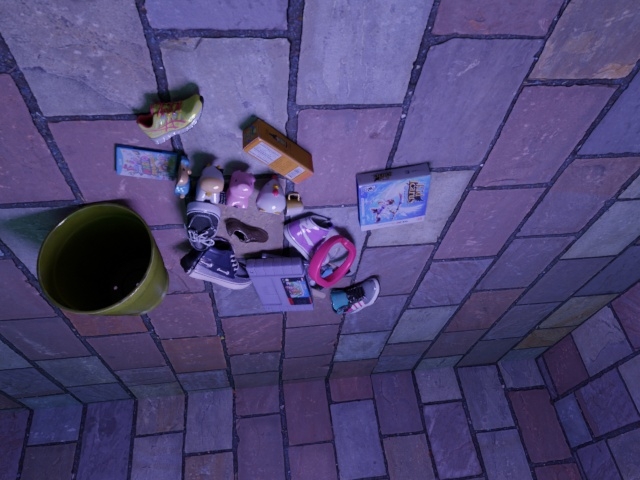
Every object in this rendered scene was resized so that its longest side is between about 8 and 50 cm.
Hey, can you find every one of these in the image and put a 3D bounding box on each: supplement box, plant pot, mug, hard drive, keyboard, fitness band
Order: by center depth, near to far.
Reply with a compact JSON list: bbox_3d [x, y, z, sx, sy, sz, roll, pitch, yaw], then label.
[{"bbox_3d":[-0.123,-0.259,1.416,0.080,0.078,0.233,-26,143,30],"label":"supplement box"},{"bbox_3d":[-0.330,-0.153,1.580,0.180,0.023,0.108,12,142,-31],"label":"keyboard"},{"bbox_3d":[-0.693,0.111,1.643,0.367,0.366,0.353,-8,158,-1],"label":"plant pot"},{"bbox_3d":[-0.093,-0.121,1.654,0.064,0.062,0.078,-5,154,-20],"label":"mug"},{"bbox_3d":[0.048,0.083,1.880,0.209,0.054,0.291,-51,155,-2],"label":"fitness band"},{"bbox_3d":[0.063,0.176,2.139,0.135,0.022,0.094,-38,170,38],"label":"hard drive"}]

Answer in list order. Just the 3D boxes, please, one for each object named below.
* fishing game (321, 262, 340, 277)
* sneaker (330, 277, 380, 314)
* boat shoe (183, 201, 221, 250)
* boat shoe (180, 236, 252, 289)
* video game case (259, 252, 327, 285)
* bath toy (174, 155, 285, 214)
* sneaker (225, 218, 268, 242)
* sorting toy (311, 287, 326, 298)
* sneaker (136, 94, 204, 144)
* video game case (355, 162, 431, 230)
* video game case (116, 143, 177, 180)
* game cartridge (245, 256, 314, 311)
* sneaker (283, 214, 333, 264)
[{"bbox_3d":[-0.037,0.134,2.076,0.264,0.041,0.189,-24,144,38],"label":"fishing game"},{"bbox_3d":[0.139,0.264,2.249,0.179,0.123,0.295,1,148,-32],"label":"sneaker"},{"bbox_3d":[-0.398,-0.038,1.588,0.113,0.104,0.306,9,162,-17],"label":"boat shoe"},{"bbox_3d":[-0.360,0.086,1.859,0.158,0.127,0.341,-45,146,20],"label":"boat shoe"},{"bbox_3d":[-0.129,0.126,2.006,0.275,0.026,0.196,11,149,-14],"label":"video game case"},{"bbox_3d":[-0.268,-0.168,1.487,0.349,0.128,0.151,10,179,-23],"label":"bath toy"},{"bbox_3d":[-0.271,-0.015,1.761,0.188,0.071,0.066,24,135,-39],"label":"sneaker"},{"bbox_3d":[-0.111,0.246,2.186,0.208,0.038,0.193,-13,151,41],"label":"sorting toy"},{"bbox_3d":[-0.395,-0.327,1.245,0.209,0.081,0.094,-24,142,23],"label":"sneaker"},{"bbox_3d":[0.255,-0.146,1.693,0.245,0.061,0.269,-10,147,0],"label":"video game case"},{"bbox_3d":[-0.519,-0.229,1.425,0.167,0.015,0.119,5,145,-20],"label":"video game case"},{"bbox_3d":[-0.158,0.195,2.003,0.230,0.068,0.355,0,142,10],"label":"game cartridge"},{"bbox_3d":[0.000,0.001,1.826,0.161,0.102,0.282,-25,144,19],"label":"sneaker"}]
